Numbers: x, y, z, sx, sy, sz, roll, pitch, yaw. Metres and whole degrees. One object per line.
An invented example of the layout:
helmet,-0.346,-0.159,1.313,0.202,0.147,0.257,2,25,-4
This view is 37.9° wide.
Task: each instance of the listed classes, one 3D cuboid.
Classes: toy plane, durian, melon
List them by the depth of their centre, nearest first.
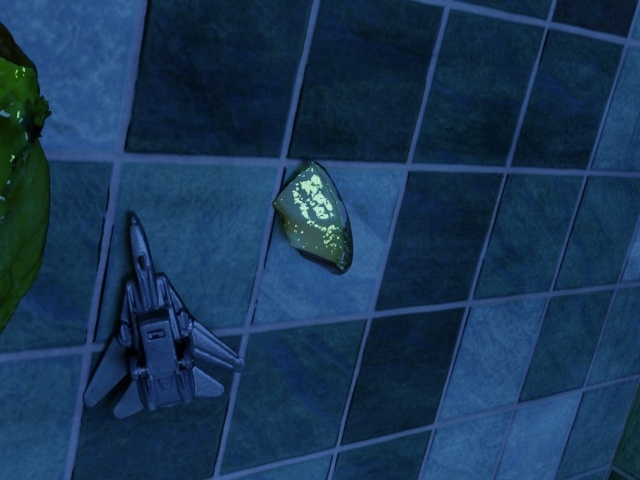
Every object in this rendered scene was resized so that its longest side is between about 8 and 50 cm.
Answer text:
durian,-0.368,-0.004,0.877,0.339,0.204,0.255,119,-7,-60
toy plane,-0.208,0.095,1.163,0.212,0.088,0.267,-11,118,-12
melon,0.005,0.001,1.301,0.093,0.139,0.202,-23,131,-5

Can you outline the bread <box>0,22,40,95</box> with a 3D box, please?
bread,-0.378,-0.243,0.843,0.077,0.084,0.367,-15,137,16
